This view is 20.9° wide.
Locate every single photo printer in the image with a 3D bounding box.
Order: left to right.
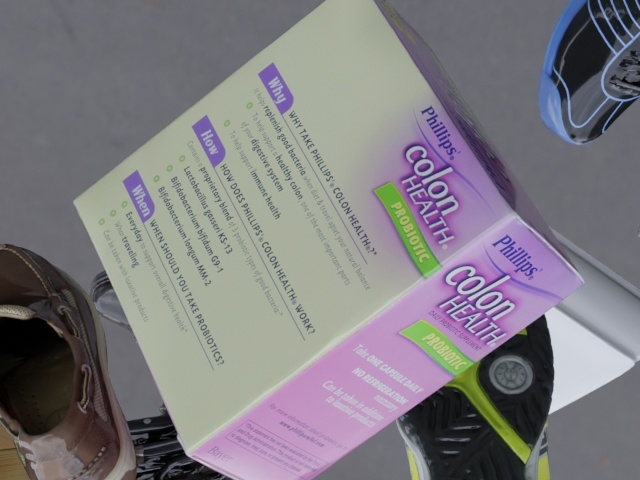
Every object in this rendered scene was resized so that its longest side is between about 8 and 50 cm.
[{"bbox_3d":[0.157,0.060,1.821,0.307,0.107,0.256,34,142,-15],"label":"photo printer"}]

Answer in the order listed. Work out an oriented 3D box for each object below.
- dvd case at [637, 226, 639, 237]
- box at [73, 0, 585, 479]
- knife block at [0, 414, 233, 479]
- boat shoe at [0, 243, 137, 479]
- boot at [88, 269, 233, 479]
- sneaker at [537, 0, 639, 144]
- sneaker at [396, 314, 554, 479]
[{"bbox_3d":[0.372,-0.042,1.422,0.179,0.030,0.238,45,136,28],"label":"dvd case"},{"bbox_3d":[0.000,0.000,1.092,0.243,0.213,0.117,-38,145,12],"label":"box"},{"bbox_3d":[-0.180,0.224,1.285,0.242,0.276,0.088,26,137,29],"label":"knife block"},{"bbox_3d":[-0.195,0.070,1.177,0.257,0.095,0.095,51,173,46],"label":"boat shoe"},{"bbox_3d":[-0.136,0.152,1.663,0.263,0.229,0.091,21,140,5],"label":"boot"},{"bbox_3d":[0.232,-0.156,1.218,0.081,0.090,0.232,3,123,-34],"label":"sneaker"},{"bbox_3d":[0.130,0.200,1.508,0.145,0.384,0.147,2,151,1],"label":"sneaker"}]
